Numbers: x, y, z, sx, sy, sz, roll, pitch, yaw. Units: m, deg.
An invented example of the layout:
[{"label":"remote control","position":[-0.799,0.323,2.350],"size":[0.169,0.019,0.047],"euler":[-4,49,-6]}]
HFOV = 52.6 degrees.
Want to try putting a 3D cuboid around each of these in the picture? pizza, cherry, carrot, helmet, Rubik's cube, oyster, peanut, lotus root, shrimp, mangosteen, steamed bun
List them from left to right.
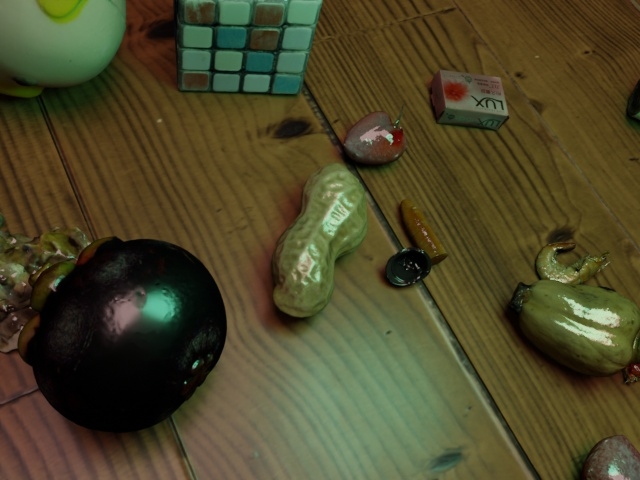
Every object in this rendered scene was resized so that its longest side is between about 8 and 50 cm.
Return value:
[{"label":"oyster","position":[-0.533,0.038,0.964],"size":[0.351,0.115,0.238],"euler":[26,58,-17]},{"label":"steamed bun","position":[-0.521,-0.420,1.097],"size":[0.373,0.334,0.334],"euler":[15,60,-1]},{"label":"mangosteen","position":[-0.290,0.114,0.909],"size":[0.302,0.275,0.275],"euler":[28,59,17]},{"label":"Rubik's cube","position":[-0.152,-0.459,1.245],"size":[0.253,0.259,0.256],"euler":[-1,63,-15]},{"label":"peanut","position":[0.000,0.000,1.114],"size":[0.136,0.120,0.298],"euler":[22,62,5]},{"label":"cherry","position":[0.107,-0.199,1.266],"size":[0.126,0.087,0.106],"euler":[-8,70,3]},{"label":"helmet","position":[0.156,0.043,1.166],"size":[0.084,0.049,0.065],"euler":[-18,99,6]},{"label":"carrot","position":[0.184,-0.019,1.211],"size":[0.048,0.048,0.139],"euler":[-18,65,-22]},{"label":"shrimp","position":[0.488,0.040,1.260],"size":[0.162,0.045,0.095],"euler":[-22,48,-18]},{"label":"lotus root","position":[0.459,0.147,1.132],"size":[0.256,0.140,0.154],"euler":[26,72,13]},{"label":"cherry","position":[0.459,0.418,1.017],"size":[0.107,0.090,0.226],"euler":[22,68,-14]},{"label":"pizza","position":[0.595,0.218,1.186],"size":[0.099,0.029,0.100],"euler":[9,61,-9]}]

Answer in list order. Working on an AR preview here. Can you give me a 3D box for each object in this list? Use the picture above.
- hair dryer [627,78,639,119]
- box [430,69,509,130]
[{"label":"hair dryer","position":[0.776,-0.202,1.418],"size":[0.203,0.128,0.362],"euler":[23,67,-1]},{"label":"box","position":[0.317,-0.300,1.386],"size":[0.156,0.060,0.111],"euler":[2,63,-11]}]
